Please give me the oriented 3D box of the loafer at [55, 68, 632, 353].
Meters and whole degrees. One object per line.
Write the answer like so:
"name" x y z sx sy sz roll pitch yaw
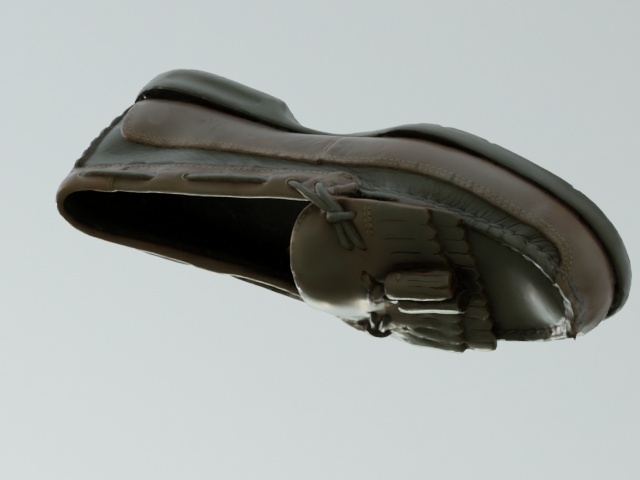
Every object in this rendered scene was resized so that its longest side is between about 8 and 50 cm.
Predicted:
"loafer" 0.000 0.000 0.384 0.125 0.039 0.045 19 -42 40
